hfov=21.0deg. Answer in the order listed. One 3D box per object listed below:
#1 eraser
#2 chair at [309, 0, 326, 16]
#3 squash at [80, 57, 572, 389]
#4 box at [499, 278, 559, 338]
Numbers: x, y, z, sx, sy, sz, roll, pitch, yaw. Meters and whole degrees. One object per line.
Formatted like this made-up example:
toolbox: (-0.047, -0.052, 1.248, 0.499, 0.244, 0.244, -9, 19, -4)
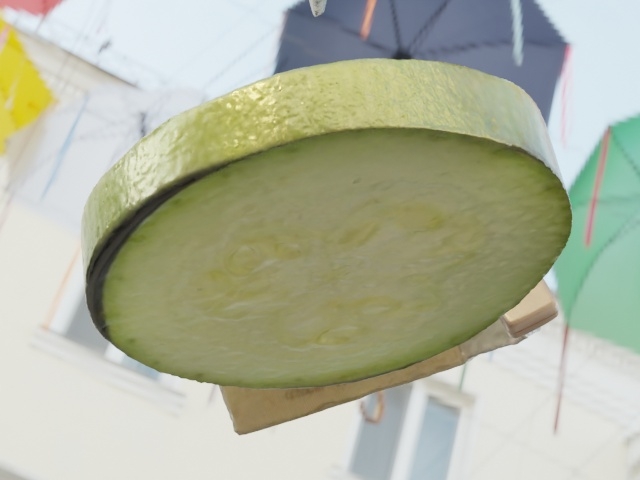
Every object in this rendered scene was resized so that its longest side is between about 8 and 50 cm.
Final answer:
eraser: (0.046, 0.086, 1.797, 0.343, 0.078, 0.144, -19, -91, 23)
chair: (0.066, -0.227, 0.976, 0.188, 0.272, 0.166, -5, -88, 2)
squash: (0.000, 0.000, 0.884, 0.252, 0.049, 0.252, -9, -30, -5)
box: (0.151, 0.026, 1.401, 0.048, 0.115, 0.025, -26, -38, -3)
